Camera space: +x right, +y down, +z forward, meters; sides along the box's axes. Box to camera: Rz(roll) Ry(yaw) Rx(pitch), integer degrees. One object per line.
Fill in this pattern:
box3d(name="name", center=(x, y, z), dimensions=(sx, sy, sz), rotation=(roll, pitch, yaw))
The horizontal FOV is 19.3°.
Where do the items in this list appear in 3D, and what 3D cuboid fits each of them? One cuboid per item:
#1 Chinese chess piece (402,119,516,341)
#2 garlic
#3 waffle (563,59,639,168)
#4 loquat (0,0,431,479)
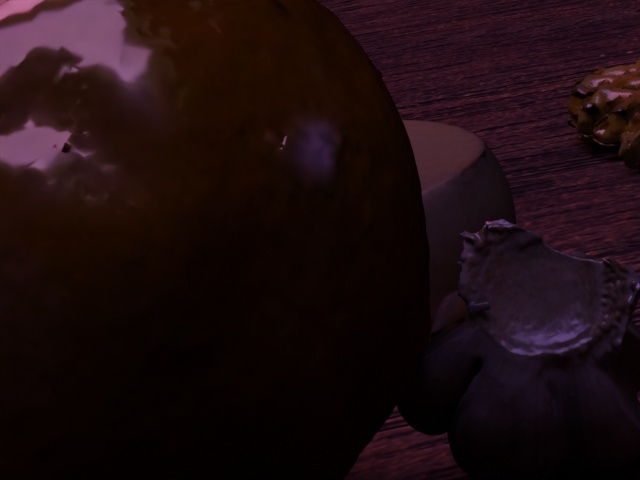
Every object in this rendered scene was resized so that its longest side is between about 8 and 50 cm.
box3d(name="Chinese chess piece", center=(0.000, 0.000, 1.277), dimensions=(0.273, 0.102, 0.273), rotation=(-10, 18, 3))
box3d(name="garlic", center=(0.105, 0.069, 0.992), dimensions=(0.131, 0.127, 0.194), rotation=(8, -10, 1))
box3d(name="waffle", center=(0.330, -0.119, 1.569), dimensions=(0.254, 0.052, 0.245), rotation=(-9, 17, 2))
box3d(name="loquat", center=(-0.100, 0.014, 0.903), dimensions=(0.328, 0.328, 0.328), rotation=(-10, 16, 3))
